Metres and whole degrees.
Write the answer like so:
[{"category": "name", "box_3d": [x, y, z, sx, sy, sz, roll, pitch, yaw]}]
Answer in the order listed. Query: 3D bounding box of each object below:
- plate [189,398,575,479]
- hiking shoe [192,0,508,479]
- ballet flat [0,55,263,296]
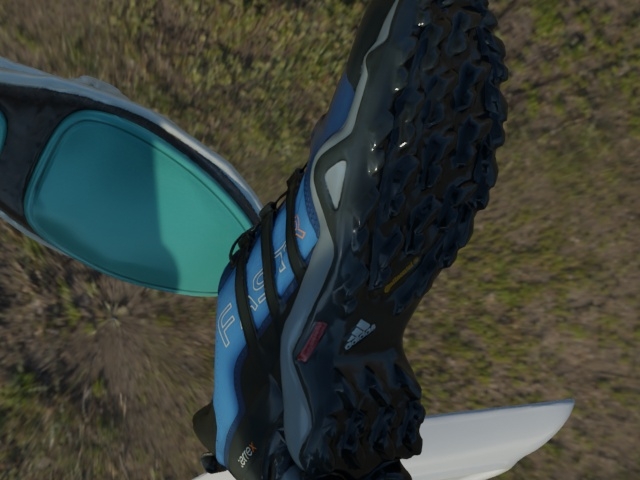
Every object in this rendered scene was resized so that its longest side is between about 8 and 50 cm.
[{"category": "plate", "box_3d": [0.022, 0.192, 0.954, 0.277, 0.278, 0.045, -3, 70, -33]}, {"category": "hiking shoe", "box_3d": [0.000, 0.000, 0.633, 0.113, 0.132, 0.304, 11, 97, -48]}, {"category": "ballet flat", "box_3d": [-0.212, -0.081, 0.859, 0.400, 0.139, 0.139, 21, 83, -26]}]
